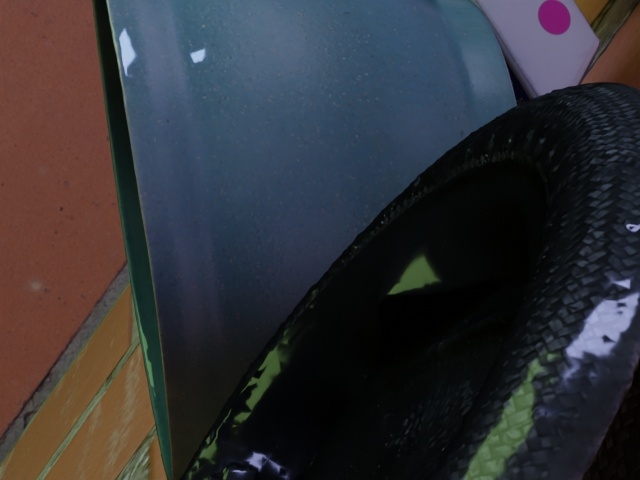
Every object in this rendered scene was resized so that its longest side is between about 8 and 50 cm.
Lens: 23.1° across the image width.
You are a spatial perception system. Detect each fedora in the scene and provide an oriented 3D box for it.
[{"bbox_3d":[0.059,0.102,0.555,0.334,0.152,0.334,-52,12,16],"label":"fedora"}]

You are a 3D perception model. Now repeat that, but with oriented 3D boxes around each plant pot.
[{"bbox_3d":[-0.006,-0.032,0.826,0.293,0.196,0.293,171,90,-82],"label":"plant pot"}]

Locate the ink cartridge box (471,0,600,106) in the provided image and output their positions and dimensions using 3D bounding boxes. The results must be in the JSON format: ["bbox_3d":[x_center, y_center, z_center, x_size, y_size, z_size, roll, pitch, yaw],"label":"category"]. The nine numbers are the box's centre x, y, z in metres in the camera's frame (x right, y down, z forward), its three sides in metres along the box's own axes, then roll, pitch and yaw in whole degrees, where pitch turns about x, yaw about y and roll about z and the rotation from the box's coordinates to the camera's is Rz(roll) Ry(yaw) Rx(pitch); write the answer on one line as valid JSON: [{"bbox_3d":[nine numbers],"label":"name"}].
[{"bbox_3d":[0.052,-0.166,0.931,0.069,0.371,0.176,-31,2,-21],"label":"ink cartridge box"}]
